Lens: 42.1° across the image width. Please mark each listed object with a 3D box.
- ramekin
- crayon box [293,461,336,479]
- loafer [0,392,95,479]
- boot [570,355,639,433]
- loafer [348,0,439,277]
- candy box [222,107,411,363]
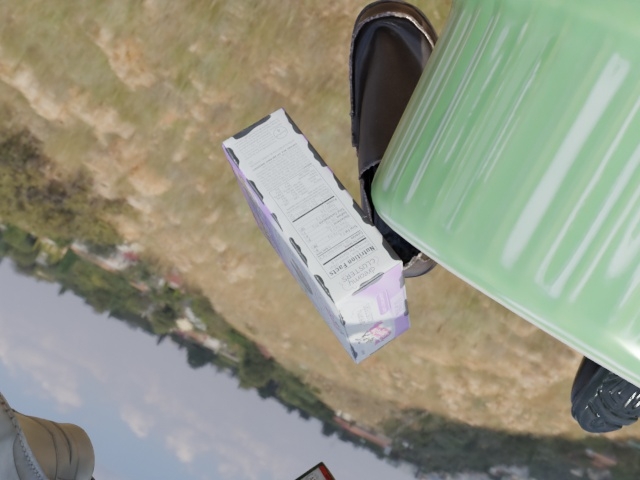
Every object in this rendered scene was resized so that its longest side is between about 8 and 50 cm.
[{"bbox_3d":[0.175,-0.017,0.446,0.303,0.148,0.303,29,-171,-5],"label":"ramekin"},{"bbox_3d":[0.093,0.542,1.175,0.363,0.106,0.313,47,167,53],"label":"crayon box"},{"bbox_3d":[-0.279,0.210,0.803,0.112,0.111,0.319,54,156,20],"label":"loafer"},{"bbox_3d":[0.294,0.042,0.838,0.094,0.246,0.207,25,-163,-33],"label":"boot"},{"bbox_3d":[0.107,-0.122,1.058,0.134,0.365,0.130,-7,-170,11],"label":"loafer"},{"bbox_3d":[0.000,0.000,0.786,0.196,0.070,0.165,54,171,25],"label":"candy box"}]
